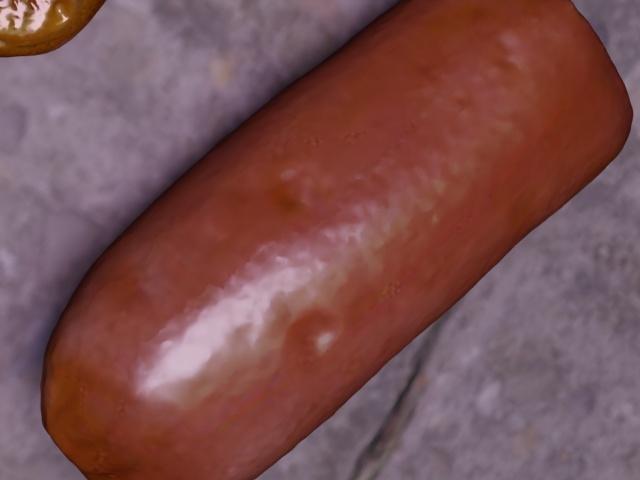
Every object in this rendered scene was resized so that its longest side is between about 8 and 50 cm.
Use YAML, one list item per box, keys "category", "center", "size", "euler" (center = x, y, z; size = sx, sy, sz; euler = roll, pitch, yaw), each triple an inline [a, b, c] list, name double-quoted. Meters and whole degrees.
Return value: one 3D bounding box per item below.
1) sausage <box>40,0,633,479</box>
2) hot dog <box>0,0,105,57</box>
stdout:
- category: "sausage"
  center: [0.000, 0.000, 0.716]
  size: [0.259, 0.113, 0.114]
  euler: [-40, 122, -11]
- category: "hot dog"
  center: [-0.071, -0.175, 0.635]
  size: [0.249, 0.068, 0.100]
  euler: [-53, 134, 1]
